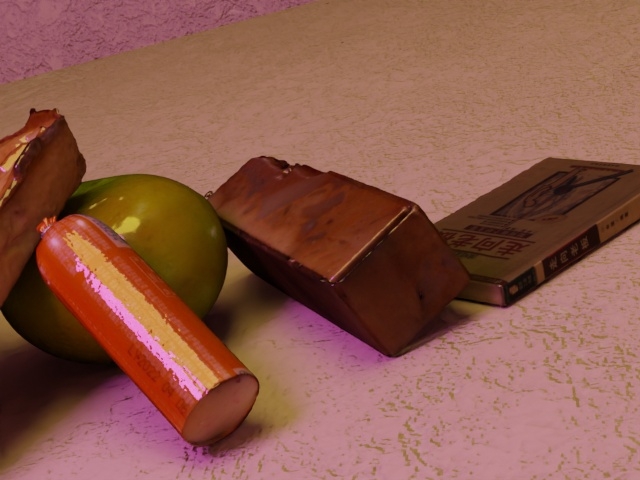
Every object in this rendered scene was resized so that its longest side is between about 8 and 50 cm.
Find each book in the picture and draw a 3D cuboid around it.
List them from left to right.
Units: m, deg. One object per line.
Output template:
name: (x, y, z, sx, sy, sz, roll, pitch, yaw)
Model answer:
book: (0.179, -0.014, 1.258, 0.231, 0.026, 0.161, -30, 23, -31)

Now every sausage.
sausage: (-0.143, 0.054, 1.104, 0.071, 0.071, 0.234, -28, 56, -29)

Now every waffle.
waffle: (-0.363, 0.044, 1.239, 0.348, 0.077, 0.304, -17, 35, 43)

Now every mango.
mango: (-0.195, 0.026, 1.288, 0.273, 0.149, 0.185, -1, 36, 47)

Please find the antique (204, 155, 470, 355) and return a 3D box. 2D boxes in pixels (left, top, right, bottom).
antique: (0.000, 0.000, 1.240, 0.093, 0.087, 0.310, -44, 25, -10)
